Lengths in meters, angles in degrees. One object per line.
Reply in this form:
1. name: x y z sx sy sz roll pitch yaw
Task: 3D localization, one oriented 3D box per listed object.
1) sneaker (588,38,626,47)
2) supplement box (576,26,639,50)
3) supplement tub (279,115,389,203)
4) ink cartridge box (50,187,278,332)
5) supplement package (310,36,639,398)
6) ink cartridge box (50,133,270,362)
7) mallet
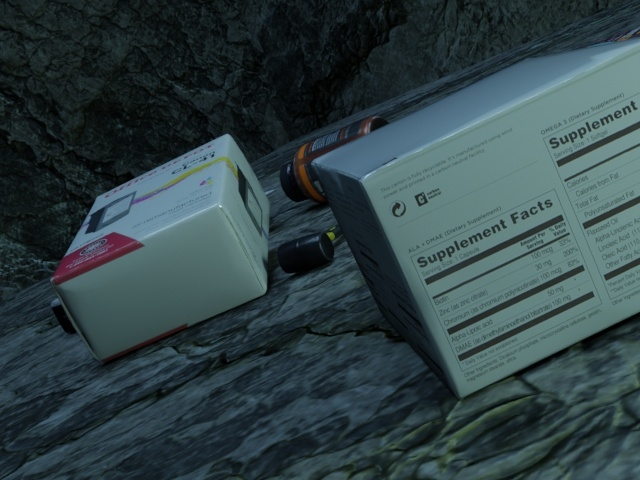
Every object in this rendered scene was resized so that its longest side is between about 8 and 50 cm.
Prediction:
1. sneaker: 0.351 -0.164 1.073 0.125 0.104 0.262 -46 11 -15
2. supplement box: 0.377 -0.217 1.258 0.188 0.080 0.104 -15 14 47
3. supplement tub: 0.029 -0.124 1.576 0.198 0.106 0.106 -18 11 33
4. ink cartridge box: -0.233 0.028 1.542 0.371 0.069 0.176 -35 13 -37
5. supplement package: 0.125 -0.030 0.672 0.204 0.145 0.262 -26 10 -3
6. ink cartridge box: -0.190 -0.001 1.233 0.226 0.131 0.306 -25 22 6
7. mallet: 0.000 0.000 1.193 0.062 0.039 0.190 -19 7 17
